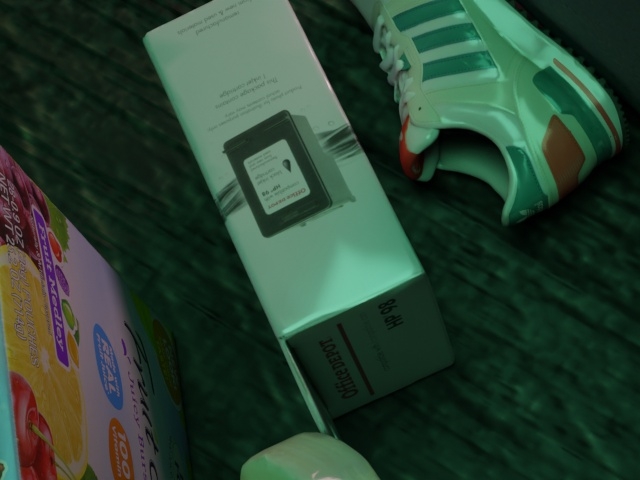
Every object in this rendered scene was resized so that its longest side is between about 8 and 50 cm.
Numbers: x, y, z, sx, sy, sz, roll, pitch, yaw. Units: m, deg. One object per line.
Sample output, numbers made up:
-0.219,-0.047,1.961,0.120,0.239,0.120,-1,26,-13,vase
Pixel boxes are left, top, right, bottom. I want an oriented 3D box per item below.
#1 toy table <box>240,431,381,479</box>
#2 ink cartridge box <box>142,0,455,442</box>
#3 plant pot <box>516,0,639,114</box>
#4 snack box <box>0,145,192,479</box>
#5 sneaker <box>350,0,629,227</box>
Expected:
0.052,0.188,0.530,0.161,0.252,0.274,12,102,44,toy table
0.000,0.000,0.698,0.060,0.104,0.180,-25,65,0,ink cartridge box
0.230,-0.119,0.630,0.247,0.248,0.252,-38,81,-5,plant pot
-0.099,0.084,0.627,0.070,0.207,0.174,-14,67,7,snack box
0.047,-0.070,0.742,0.075,0.057,0.161,-43,68,-13,sneaker
